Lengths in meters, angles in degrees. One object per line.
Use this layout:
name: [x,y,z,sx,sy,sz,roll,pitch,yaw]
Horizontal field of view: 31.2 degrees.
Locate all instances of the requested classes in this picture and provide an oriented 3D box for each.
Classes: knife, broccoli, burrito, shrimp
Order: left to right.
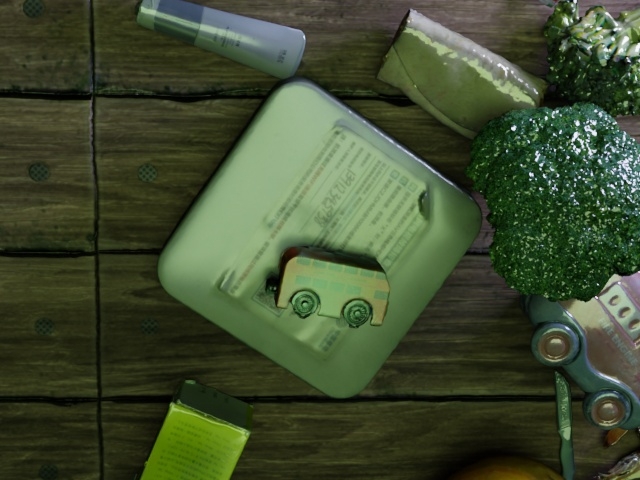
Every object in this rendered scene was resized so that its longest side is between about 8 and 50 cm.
burrito: [0.231,-0.231,1.747,0.299,0.105,0.143,31,123,-10]
broccoli: [0.340,-0.058,1.660,0.307,0.275,0.308,0,90,-23]
knife: [0.412,0.318,1.933,0.028,0.015,0.210,-5,103,3]
broccoli: [0.450,-0.313,1.754,0.198,0.177,0.275,26,68,23]
shrimp: [0.532,0.358,1.931,0.248,0.068,0.150,-39,90,0]

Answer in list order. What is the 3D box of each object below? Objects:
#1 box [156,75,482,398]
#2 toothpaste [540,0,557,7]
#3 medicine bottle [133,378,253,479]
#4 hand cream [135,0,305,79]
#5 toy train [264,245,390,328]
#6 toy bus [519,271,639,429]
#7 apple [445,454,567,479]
box: [-0.001,0.000,1.782,0.396,0.111,0.396,35,99,-12]
toothpaste: [0.425,-0.482,1.736,0.075,0.048,0.301,42,97,-3]
medicine bottle: [-0.214,0.364,1.833,0.141,0.137,0.250,22,99,-9]
hand cream: [-0.149,-0.313,1.732,0.255,0.048,0.079,16,110,-13]
toy train: [0.014,0.069,1.707,0.188,0.072,0.099,11,104,-9]
toy bus: [0.459,0.131,1.783,0.232,0.197,0.294,-38,101,15]
apple: [0.295,0.502,1.833,0.299,0.299,0.275,35,113,-11]
